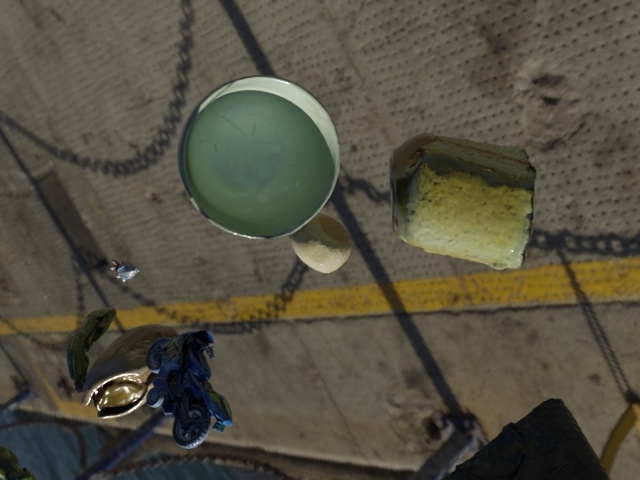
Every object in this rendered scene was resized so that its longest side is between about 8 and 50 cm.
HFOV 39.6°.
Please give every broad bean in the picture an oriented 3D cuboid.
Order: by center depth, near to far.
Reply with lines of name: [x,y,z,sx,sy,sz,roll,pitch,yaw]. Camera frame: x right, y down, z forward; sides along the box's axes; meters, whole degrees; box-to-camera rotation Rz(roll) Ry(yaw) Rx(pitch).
broad bean: [-0.381,0.161,1.456,0.046,0.195,0.061,-8,124,10]
broad bean: [-0.625,0.454,1.778,0.213,0.048,0.070,10,116,47]

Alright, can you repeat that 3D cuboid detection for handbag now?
handbag: [0.270,0.345,1.203,0.175,0.270,0.089,50,167,31]

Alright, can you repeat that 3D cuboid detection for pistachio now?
pistachio: [-0.390,0.265,1.835,0.138,0.238,0.153,50,163,-21]

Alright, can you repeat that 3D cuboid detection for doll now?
doll: [-0.483,0.073,2.196,0.114,0.039,0.057,-5,87,50]

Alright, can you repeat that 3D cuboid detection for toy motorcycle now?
toy motorcycle: [-0.223,0.239,1.518,0.092,0.135,0.254,39,-168,-45]

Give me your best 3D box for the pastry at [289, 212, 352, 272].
pastry: [0.000,0.000,2.049,0.156,0.156,0.092,44,112,14]

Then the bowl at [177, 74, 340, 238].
bowl: [-0.128,-0.168,1.711,0.307,0.307,0.163,67,170,-19]

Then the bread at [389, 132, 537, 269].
bread: [0.257,-0.082,1.731,0.264,0.395,0.239,9,97,2]
